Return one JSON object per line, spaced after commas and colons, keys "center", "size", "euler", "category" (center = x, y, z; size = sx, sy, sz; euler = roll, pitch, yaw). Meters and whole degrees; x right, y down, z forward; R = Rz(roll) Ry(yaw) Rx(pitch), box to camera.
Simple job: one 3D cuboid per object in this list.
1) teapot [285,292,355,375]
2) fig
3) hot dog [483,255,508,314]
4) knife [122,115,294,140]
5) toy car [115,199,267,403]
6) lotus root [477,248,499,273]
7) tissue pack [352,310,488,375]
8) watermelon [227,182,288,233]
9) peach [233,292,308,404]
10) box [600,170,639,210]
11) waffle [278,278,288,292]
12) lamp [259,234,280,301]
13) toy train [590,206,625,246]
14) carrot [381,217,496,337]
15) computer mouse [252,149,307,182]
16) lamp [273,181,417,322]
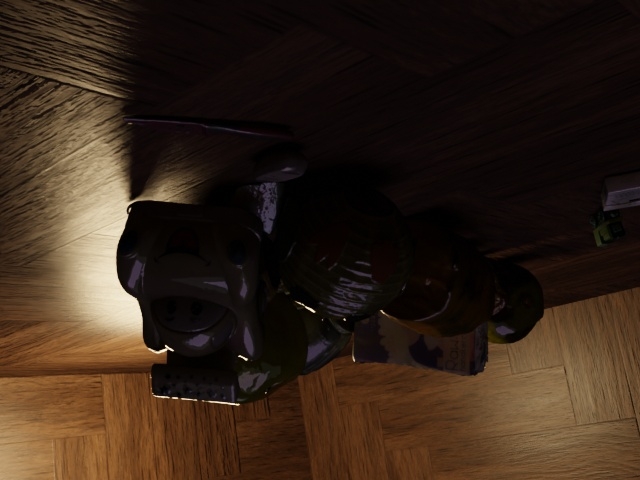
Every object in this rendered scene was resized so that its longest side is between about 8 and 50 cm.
{"center": [-0.035, 0.188, 2.269], "size": [0.239, 0.322, 0.239], "euler": [-31, -166, 31], "category": "teapot"}
{"center": [0.503, 0.178, 2.412], "size": [0.239, 0.240, 0.271], "euler": [-1, -176, -29], "category": "fig"}
{"center": [0.372, 0.144, 2.263], "size": [0.259, 0.175, 0.114], "euler": [-18, 170, 10], "category": "hot dog"}
{"center": [-0.148, -0.152, 1.133], "size": [0.247, 0.018, 0.035], "euler": [2, 166, -28], "category": "knife"}
{"center": [-0.222, 0.109, 1.462], "size": [0.242, 0.226, 0.336], "euler": [5, 143, 5], "category": "toy car"}
{"center": [0.346, 0.051, 2.115], "size": [0.203, 0.078, 0.183], "euler": [2, 178, -10], "category": "lotus root"}
{"center": [0.259, 0.209, 2.149], "size": [0.343, 0.242, 0.125], "euler": [3, 179, 29], "category": "tissue pack"}
{"center": [-0.106, -0.055, 1.480], "size": [0.094, 0.081, 0.180], "euler": [15, 164, 12], "category": "watermelon"}
{"center": [-0.184, 0.222, 1.975], "size": [0.314, 0.316, 0.281], "euler": [-5, 166, -38], "category": "peach"}
{"center": [0.632, -0.102, 1.739], "size": [0.083, 0.040, 0.154], "euler": [-13, 164, 13], "category": "box"}
{"center": [-0.025, 0.065, 1.906], "size": [0.169, 0.036, 0.183], "euler": [-40, 166, 23], "category": "waffle"}
{"center": [-0.181, 0.061, 1.678], "size": [0.185, 0.161, 0.161], "euler": [-7, 167, 13], "category": "lamp"}
{"center": [0.671, -0.034, 1.958], "size": [0.050, 0.081, 0.122], "euler": [-11, 168, -3], "category": "toy train"}
{"center": [0.243, 0.084, 1.850], "size": [0.241, 0.242, 0.340], "euler": [-14, 162, 20], "category": "carrot"}
{"center": [-0.062, -0.116, 1.277], "size": [0.066, 0.039, 0.096], "euler": [5, 168, -41], "category": "computer mouse"}
{"center": [0.027, 0.034, 1.457], "size": [0.250, 0.250, 0.284], "euler": [1, 134, -33], "category": "lamp"}
